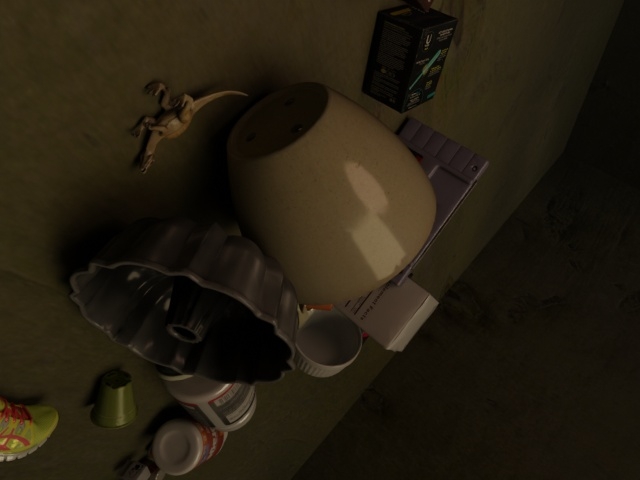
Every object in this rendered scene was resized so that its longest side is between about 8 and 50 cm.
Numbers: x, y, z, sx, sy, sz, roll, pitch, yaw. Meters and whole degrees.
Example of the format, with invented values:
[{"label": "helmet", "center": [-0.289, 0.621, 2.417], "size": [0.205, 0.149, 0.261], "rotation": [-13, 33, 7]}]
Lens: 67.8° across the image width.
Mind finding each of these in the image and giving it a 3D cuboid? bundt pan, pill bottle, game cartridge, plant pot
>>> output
[{"label": "bundt pan", "center": [-0.180, 0.085, 0.702], "size": [0.330, 0.331, 0.124], "rotation": [90, 13, -52]}, {"label": "pill bottle", "center": [-0.229, 0.311, 1.039], "size": [0.161, 0.161, 0.283], "rotation": [-41, 152, -23]}, {"label": "game cartridge", "center": [0.202, -0.097, 1.148], "size": [0.355, 0.230, 0.068], "rotation": [-55, 162, 5]}, {"label": "plant pot", "center": [-0.375, 0.285, 0.873], "size": [0.083, 0.083, 0.079], "rotation": [-16, 125, -51]}, {"label": "pill bottle", "center": [-0.306, 0.484, 1.164], "size": [0.121, 0.121, 0.216], "rotation": [-51, 165, -3]}]

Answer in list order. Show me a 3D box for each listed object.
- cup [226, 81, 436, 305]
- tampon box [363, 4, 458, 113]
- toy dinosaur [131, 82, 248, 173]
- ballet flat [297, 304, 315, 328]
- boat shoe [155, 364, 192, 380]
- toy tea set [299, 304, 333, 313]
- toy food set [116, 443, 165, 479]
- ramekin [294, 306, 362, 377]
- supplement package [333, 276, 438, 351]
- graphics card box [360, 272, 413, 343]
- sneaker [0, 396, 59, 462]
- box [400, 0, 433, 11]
[{"label": "cup", "center": [-0.012, -0.099, 0.748], "size": [0.331, 0.331, 0.237], "rotation": [-46, 133, -12]}, {"label": "tampon box", "center": [0.168, -0.351, 0.914], "size": [0.120, 0.101, 0.161], "rotation": [-32, 147, -37]}, {"label": "toy dinosaur", "center": [-0.189, -0.171, 0.635], "size": [0.183, 0.053, 0.092], "rotation": [-41, 169, -6]}, {"label": "ballet flat", "center": [-0.044, 0.149, 1.213], "size": [0.086, 0.086, 0.248], "rotation": [-40, 152, -23]}, {"label": "boat shoe", "center": [-0.182, 0.125, 0.925], "size": [0.340, 0.127, 0.113], "rotation": [-33, 135, -31]}, {"label": "toy tea set", "center": [0.000, 0.000, 1.037], "size": [0.200, 0.124, 0.335], "rotation": [-152, -104, -90]}, {"label": "toy food set", "center": [-0.459, 0.571, 1.107], "size": [0.232, 0.105, 0.111], "rotation": [-56, 152, -46]}, {"label": "ramekin", "center": [0.004, 0.289, 1.360], "size": [0.207, 0.207, 0.109], "rotation": [-31, 156, -38]}, {"label": "supplement package", "center": [0.135, 0.133, 1.261], "size": [0.175, 0.293, 0.177], "rotation": [-52, 155, 1]}, {"label": "graphics card box", "center": [0.157, 0.231, 1.656], "size": [0.370, 0.094, 0.233], "rotation": [-56, 154, 7]}, {"label": "sneaker", "center": [-0.463, 0.258, 0.677], "size": [0.094, 0.081, 0.208], "rotation": [-58, 154, 7]}, {"label": "box", "center": [0.069, -0.463, 0.567], "size": [0.381, 0.143, 0.191], "rotation": [4, 121, -58]}]
